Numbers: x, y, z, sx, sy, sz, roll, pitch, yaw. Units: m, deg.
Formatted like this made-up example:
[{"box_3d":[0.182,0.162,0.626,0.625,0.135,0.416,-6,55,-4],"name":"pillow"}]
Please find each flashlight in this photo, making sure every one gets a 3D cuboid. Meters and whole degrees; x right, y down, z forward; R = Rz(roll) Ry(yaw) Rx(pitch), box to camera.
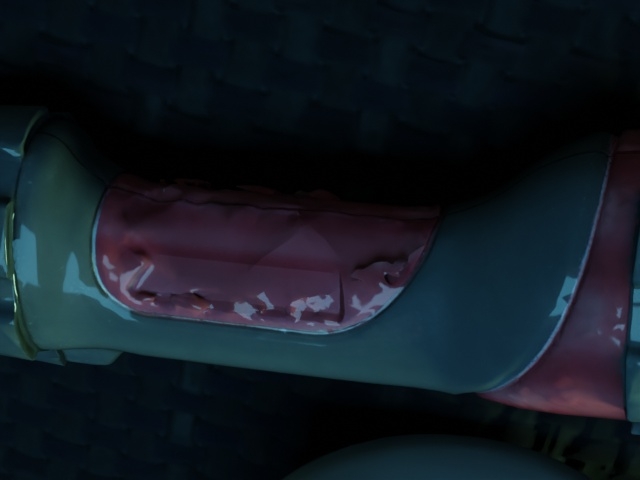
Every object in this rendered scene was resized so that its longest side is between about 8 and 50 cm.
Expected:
[{"box_3d":[0.000,0.000,0.629,0.304,0.103,0.103,7,170,14],"name":"flashlight"}]

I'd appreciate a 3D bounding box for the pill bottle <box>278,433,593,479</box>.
[{"box_3d":[0.031,0.249,0.777,0.188,0.188,0.334,13,133,3],"name":"pill bottle"}]
